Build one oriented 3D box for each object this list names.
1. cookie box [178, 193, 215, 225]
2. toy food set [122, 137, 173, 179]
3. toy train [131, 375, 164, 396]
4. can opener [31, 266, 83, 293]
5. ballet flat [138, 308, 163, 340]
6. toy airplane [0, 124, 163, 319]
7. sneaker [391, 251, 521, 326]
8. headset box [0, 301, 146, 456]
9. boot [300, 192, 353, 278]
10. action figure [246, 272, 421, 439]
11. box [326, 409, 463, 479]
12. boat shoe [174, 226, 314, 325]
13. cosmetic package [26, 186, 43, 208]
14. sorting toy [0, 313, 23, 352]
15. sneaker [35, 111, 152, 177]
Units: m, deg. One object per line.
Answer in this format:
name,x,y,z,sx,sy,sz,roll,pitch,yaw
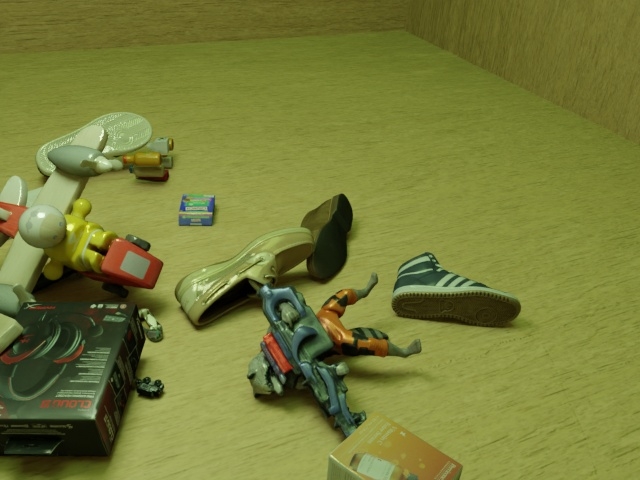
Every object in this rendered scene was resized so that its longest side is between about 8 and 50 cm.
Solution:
cookie box,-0.337,-0.084,1.725,0.092,0.040,0.107,1,33,-6
toy food set,-0.512,-0.244,1.895,0.105,0.111,0.232,0,25,-3
toy train,-0.370,0.265,1.183,0.158,0.027,0.036,11,43,12
can opener,-0.605,0.076,1.433,0.073,0.059,0.186,46,56,11
ballet flat,-0.364,0.166,1.327,0.041,0.041,0.114,-20,39,-33
toy airplane,-0.564,-0.021,1.301,0.385,0.272,0.386,-22,81,-10
sneaker,0.306,0.107,1.440,0.282,0.099,0.153,4,34,5
headset box,-0.450,0.245,1.094,0.218,0.110,0.293,0,39,2
boot,0.000,0.000,1.608,0.115,0.112,0.305,-18,30,25
action figure,0.020,0.233,1.209,0.330,0.178,0.341,-17,64,-19
box,0.115,0.376,0.998,0.171,0.091,0.130,25,38,31
boat shoe,-0.148,0.084,1.408,0.341,0.121,0.110,-28,53,-18
cosmetic package,-0.789,-0.058,1.610,0.099,0.060,0.239,33,42,31
sorting toy,-0.695,0.191,1.081,0.256,0.089,0.257,9,48,37
sneaker,-0.679,-0.280,1.890,0.350,0.131,0.148,-24,2,-27
